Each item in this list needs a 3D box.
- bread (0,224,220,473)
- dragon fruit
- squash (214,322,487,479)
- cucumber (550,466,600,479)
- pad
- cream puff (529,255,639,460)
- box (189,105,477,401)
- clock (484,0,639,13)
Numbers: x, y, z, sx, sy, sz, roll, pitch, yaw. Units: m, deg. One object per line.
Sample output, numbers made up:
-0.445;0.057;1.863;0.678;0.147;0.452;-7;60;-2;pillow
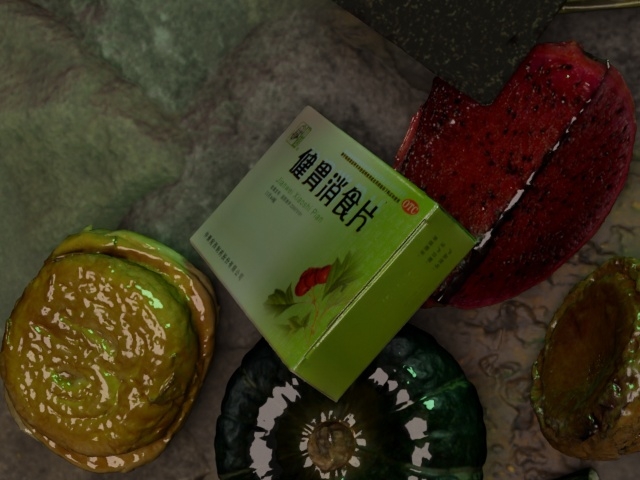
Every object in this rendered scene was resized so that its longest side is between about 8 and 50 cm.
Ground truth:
-0.207;0.110;1.083;0.198;0.120;0.236;25;97;9;bread
0.168;-0.052;0.990;0.189;0.163;0.262;31;102;-19;dragon fruit
0.027;0.184;1.010;0.252;0.165;0.252;0;89;13;squash
0.213;0.251;1.032;0.105;0.048;0.048;-23;86;15;cucumber
0.142;-0.300;0.888;0.220;0.004;0.330;35;110;0;pad
0.297;0.123;0.968;0.169;0.183;0.183;23;97;-15;cream puff
0.000;0.001;0.971;0.175;0.260;0.062;-48;124;2;box
0.238;-0.249;0.963;0.202;0.143;0.096;-4;98;12;clock
